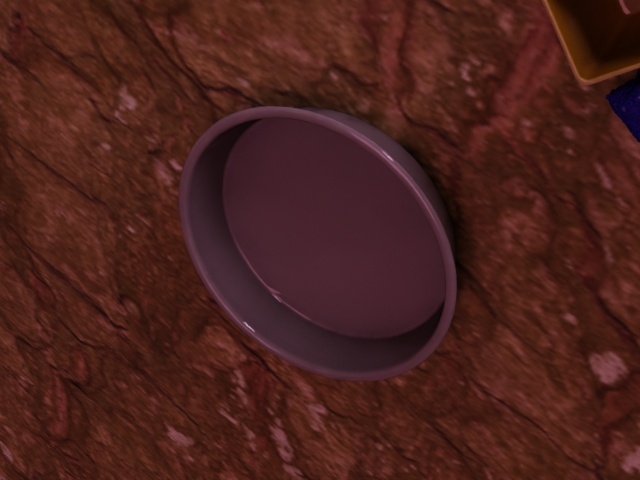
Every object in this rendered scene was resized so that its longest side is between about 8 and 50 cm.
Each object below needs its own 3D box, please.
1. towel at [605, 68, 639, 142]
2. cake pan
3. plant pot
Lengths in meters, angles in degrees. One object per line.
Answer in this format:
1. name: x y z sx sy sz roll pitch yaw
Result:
1. towel: 0.366 -0.038 0.660 0.308 0.076 0.227 48 132 -4
2. cake pan: 0.000 0.000 0.942 0.293 0.054 0.293 17 128 23
3. plant pot: 0.208 -0.166 0.672 0.081 0.083 0.081 -15 111 40
